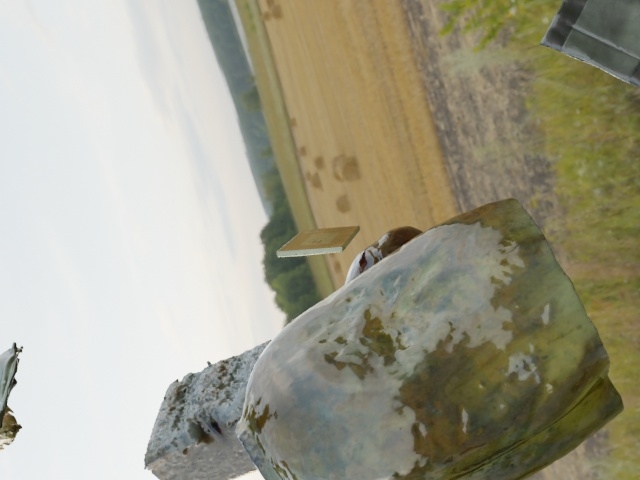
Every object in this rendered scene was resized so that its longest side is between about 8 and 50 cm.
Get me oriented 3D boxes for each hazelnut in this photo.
[{"bbox_3d":[0.129,0.066,1.406,0.178,0.204,0.178,46,169,11],"label":"hazelnut"}]

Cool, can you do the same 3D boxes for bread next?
[{"bbox_3d":[-0.032,0.196,1.057,0.113,0.416,0.165,58,-165,-25],"label":"bread"}]

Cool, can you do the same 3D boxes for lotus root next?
[{"bbox_3d":[0.094,0.138,0.762,0.250,0.346,0.250,60,180,0],"label":"lotus root"}]

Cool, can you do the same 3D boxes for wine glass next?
[{"bbox_3d":[-0.429,0.155,0.862,0.122,0.183,0.122,-166,90,-75],"label":"wine glass"}]

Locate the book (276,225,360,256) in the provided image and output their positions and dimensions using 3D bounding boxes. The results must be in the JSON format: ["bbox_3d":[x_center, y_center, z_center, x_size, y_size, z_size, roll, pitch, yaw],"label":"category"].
[{"bbox_3d":[0.000,0.000,1.424,0.172,0.118,0.012,-45,-51,-71],"label":"book"}]

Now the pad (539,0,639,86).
[{"bbox_3d":[0.450,-0.353,1.176,0.174,0.233,0.022,27,170,11],"label":"pad"}]

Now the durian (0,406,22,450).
[{"bbox_3d":[-0.659,0.299,1.256,0.191,0.341,0.112,35,112,33],"label":"durian"}]
